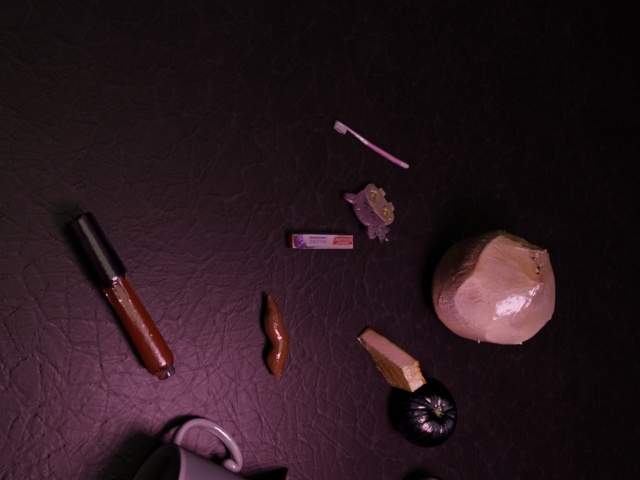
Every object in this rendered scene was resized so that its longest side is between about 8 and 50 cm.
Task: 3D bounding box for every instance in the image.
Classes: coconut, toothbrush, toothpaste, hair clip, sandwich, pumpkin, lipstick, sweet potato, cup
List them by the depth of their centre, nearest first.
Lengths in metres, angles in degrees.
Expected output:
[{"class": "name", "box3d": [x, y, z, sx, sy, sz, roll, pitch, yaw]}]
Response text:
[{"class": "cup", "box3d": [-0.265, 0.586, 1.295, 0.275, 0.259, 0.356, 37, 37, -24]}, {"class": "lipstick", "box3d": [-0.445, 0.133, 1.299, 0.077, 0.077, 0.418, -32, 104, -29]}, {"class": "sweet potato", "box3d": [-0.115, 0.248, 1.501, 0.065, 0.051, 0.218, -4, 88, -29]}, {"class": "toothpaste", "box3d": [0.000, 0.000, 1.599, 0.197, 0.040, 0.047, 1, 87, -32]}, {"class": "sandwich", "box3d": [0.208, 0.338, 1.624, 0.058, 0.162, 0.193, -40, 105, -24]}, {"class": "pumpkin", "box3d": [0.307, 0.504, 1.684, 0.202, 0.140, 0.201, 11, 66, -25]}, {"class": "hair clip", "box3d": [0.158, -0.081, 1.693, 0.146, 0.056, 0.187, -31, 99, -36]}, {"class": "coconut", "box3d": [0.529, 0.145, 1.718, 0.347, 0.360, 0.345, 2, 85, -29]}, {"class": "toothbrush", "box3d": [0.155, -0.281, 1.727, 0.287, 0.020, 0.025, 26, 82, -26]}]

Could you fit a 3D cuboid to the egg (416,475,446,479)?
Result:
[{"class": "egg", "box3d": [0.318, 0.793, 1.648, 0.169, 0.169, 0.230, 6, 91, -31]}]

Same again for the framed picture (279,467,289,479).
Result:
[{"class": "framed picture", "box3d": [-0.094, 0.746, 1.382, 0.021, 0.240, 0.323, -1, 87, 2]}]
